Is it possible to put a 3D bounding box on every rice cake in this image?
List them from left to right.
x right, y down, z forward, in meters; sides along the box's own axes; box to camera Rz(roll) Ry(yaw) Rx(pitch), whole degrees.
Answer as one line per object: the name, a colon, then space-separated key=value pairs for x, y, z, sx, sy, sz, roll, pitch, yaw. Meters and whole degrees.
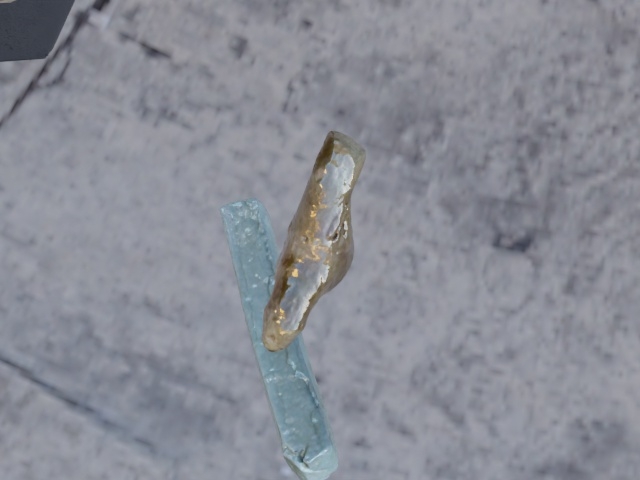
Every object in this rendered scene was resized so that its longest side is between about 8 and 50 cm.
rice cake: x=-0.032 y=0.073 z=1.381 sx=0.042 sy=0.245 sz=0.045 roll=-19 pitch=145 yaw=2

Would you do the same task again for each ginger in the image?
ginger: x=0.000 y=0.001 z=0.747 sx=0.030 sy=0.048 sz=0.097 roll=18 pitch=106 yaw=-1

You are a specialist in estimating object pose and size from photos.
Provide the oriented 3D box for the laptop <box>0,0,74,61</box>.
laptop: x=-0.298 y=-0.177 z=1.462 sx=0.197 sy=0.016 sz=0.135 roll=-7 pitch=159 yaw=-27

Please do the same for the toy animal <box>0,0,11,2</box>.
toy animal: x=-0.172 y=-0.149 z=0.673 sx=0.281 sy=0.195 sz=0.169 roll=-7 pitch=158 yaw=12
